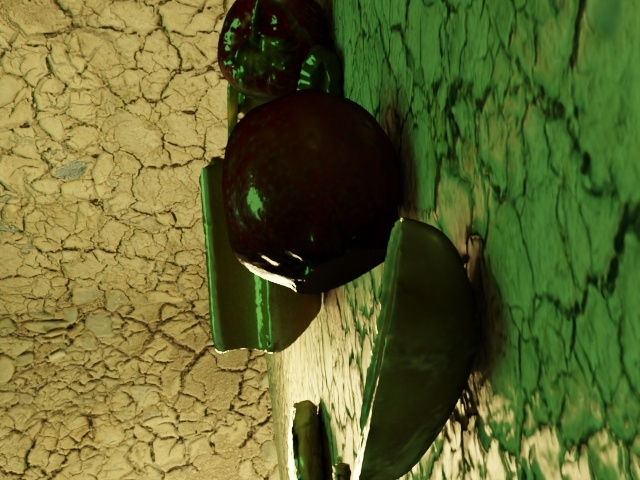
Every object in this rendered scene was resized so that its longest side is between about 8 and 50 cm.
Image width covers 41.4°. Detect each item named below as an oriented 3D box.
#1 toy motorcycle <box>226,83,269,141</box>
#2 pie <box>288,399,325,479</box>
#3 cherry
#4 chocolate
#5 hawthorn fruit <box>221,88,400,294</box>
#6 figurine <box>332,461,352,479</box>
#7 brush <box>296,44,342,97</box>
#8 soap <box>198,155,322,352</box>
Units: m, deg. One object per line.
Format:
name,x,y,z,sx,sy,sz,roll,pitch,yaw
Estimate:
toy motorcycle,-0.117,-0.198,1.769,0.237,0.168,0.411,142,124,-79
pie,-0.027,0.510,1.819,0.339,0.077,0.339,174,90,-86
cherry,-0.078,-0.330,1.375,0.250,0.175,0.192,-105,23,-62
chocolate,0.084,0.104,0.723,0.254,0.080,0.157,96,-178,-47
hawthorn fruit,-0.009,-0.069,0.937,0.215,0.215,0.250,97,174,-56
figurine,0.030,0.442,1.398,0.101,0.068,0.143,56,-136,-59
brush,-0.016,-0.148,1.306,0.084,0.071,0.301,-96,15,-66
soap,-0.099,0.002,1.509,0.293,0.156,0.335,-42,-49,-74
